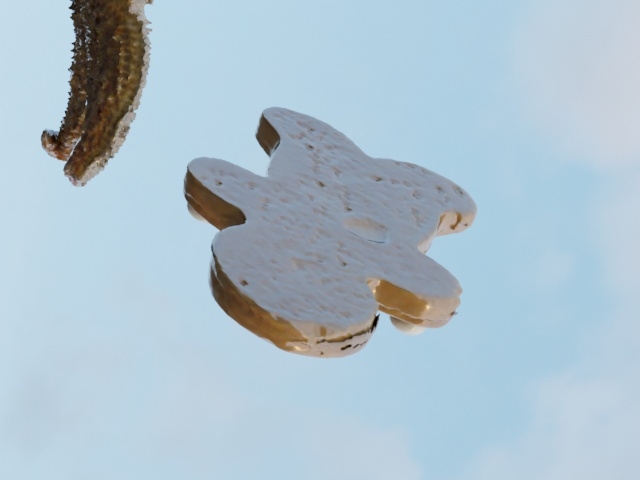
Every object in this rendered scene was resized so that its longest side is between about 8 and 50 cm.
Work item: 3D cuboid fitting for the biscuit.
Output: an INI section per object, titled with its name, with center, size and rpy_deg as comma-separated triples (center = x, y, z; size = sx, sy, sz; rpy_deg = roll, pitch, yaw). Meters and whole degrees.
[biscuit]
center = 0.000, 0.000, 1.123
size = 0.339, 0.216, 0.047
rpy_deg = -69, -178, -64

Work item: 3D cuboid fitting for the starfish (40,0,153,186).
[starfish]
center = -0.102, -0.138, 0.802
size = 0.240, 0.043, 0.227
rpy_deg = -49, -142, 43
